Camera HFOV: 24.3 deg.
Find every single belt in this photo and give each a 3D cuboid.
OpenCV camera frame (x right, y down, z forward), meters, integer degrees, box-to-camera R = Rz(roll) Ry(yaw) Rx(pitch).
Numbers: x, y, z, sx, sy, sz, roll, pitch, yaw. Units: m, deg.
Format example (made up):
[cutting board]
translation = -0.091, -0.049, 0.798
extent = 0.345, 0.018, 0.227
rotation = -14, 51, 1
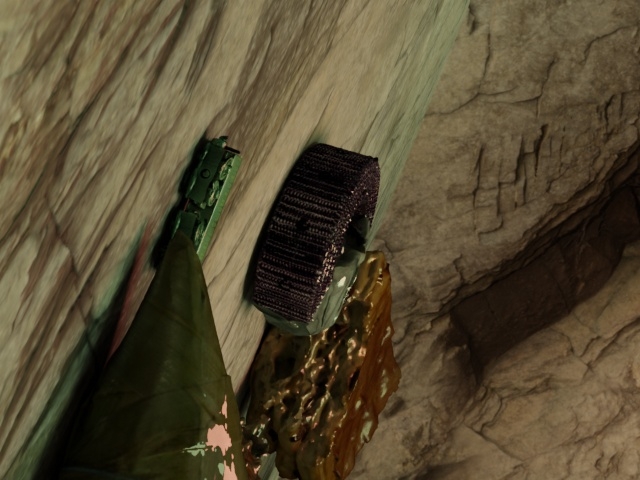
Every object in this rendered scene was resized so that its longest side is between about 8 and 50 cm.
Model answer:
[belt]
translation = 0.000, 0.000, 2.061
extent = 0.325, 0.122, 0.260
rotation = -44, 150, -73

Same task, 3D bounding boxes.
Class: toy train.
[toy train]
translation = -0.115, -0.029, 1.405
extent = 0.071, 0.038, 0.148
rotation = 41, 71, -86

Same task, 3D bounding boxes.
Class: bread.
[bread]
translation = -0.009, 0.202, 2.378
extent = 0.314, 0.191, 0.370
rotation = -58, 157, -30

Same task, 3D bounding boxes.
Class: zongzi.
[zongzi]
translation = -0.120, 0.226, 1.420
extent = 0.356, 0.174, 0.393
rotation = 42, 62, -62

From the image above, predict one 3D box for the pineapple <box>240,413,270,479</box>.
[pineapple]
translation = -0.142, 0.265, 1.733
extent = 0.361, 0.175, 0.175
rotation = -94, -156, -76
